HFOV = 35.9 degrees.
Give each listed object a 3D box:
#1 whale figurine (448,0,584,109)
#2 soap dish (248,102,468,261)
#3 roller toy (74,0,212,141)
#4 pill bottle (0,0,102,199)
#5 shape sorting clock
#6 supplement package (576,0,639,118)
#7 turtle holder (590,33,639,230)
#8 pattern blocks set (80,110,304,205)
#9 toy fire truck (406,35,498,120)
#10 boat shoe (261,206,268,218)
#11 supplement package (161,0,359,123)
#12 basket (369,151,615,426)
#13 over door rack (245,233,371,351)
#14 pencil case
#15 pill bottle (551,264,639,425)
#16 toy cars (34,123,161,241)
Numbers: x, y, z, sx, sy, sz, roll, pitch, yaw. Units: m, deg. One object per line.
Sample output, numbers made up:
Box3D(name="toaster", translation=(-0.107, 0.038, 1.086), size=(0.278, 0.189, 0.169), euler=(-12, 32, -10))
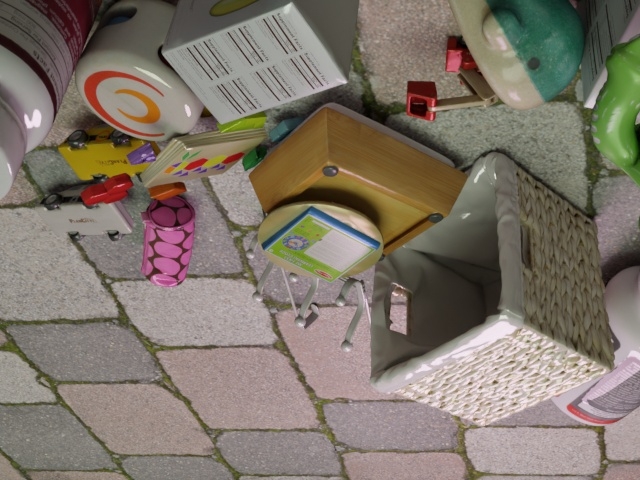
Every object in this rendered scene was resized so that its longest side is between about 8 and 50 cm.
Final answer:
Box3D(name="whale figurine", translation=(0.242, -0.306, 1.275), size=(0.141, 0.216, 0.272), euler=(-28, 105, 15))
Box3D(name="soap dish", translation=(0.060, -0.086, 1.618), size=(0.290, 0.118, 0.229), euler=(22, 144, -28))
Box3D(name="roller toy", translation=(-0.250, -0.255, 1.466), size=(0.209, 0.146, 0.191), euler=(18, 150, 1))
Box3D(name="pill bottle", translation=(-0.439, -0.249, 1.310), size=(0.224, 0.392, 0.224), euler=(6, 143, 5))
Box3D(name="shape sorting clock", translation=(0.000, 0.000, 1.609), size=(0.206, 0.040, 0.206), euler=(2, 141, 1))
Box3D(name="supplement package", translation=(0.460, -0.301, 1.215), size=(0.199, 0.198, 0.263), euler=(11, 143, -5))
Box3D(name="turtle holder", translation=(0.471, -0.115, 1.138), size=(0.320, 0.243, 0.227), euler=(42, 125, 13))
Box3D(name="pattern blocks set", translation=(-0.187, -0.134, 1.552), size=(0.285, 0.026, 0.324), euler=(-31, 168, 36))
Box3D(name="toy fire truck", translation=(0.222, -0.230, 1.409), size=(0.191, 0.135, 0.047), euler=(4, 142, 7))
Box3D(name="boat shoe", translation=(-0.075, -0.049, 1.762), size=(0.075, 0.065, 0.206), euler=(-1, 143, 9))
Box3D(name="supplement package", translation=(-0.074, -0.298, 1.335), size=(0.203, 0.194, 0.149), euler=(-14, 138, 27))
Box3D(name="basket", translation=(0.284, 0.095, 1.669), size=(0.266, 0.328, 0.331), euler=(25, 140, -26))
Box3D(name="over door rack", translation=(0.001, 0.139, 1.851), size=(0.239, 0.108, 0.324), euler=(27, 160, 32))
Box3D(name="pencil case", translation=(-0.292, 0.005, 1.859), size=(0.098, 0.095, 0.209), euler=(-18, 147, -23))
Box3D(name="pill bottle", translation=(0.571, 0.175, 1.799), size=(0.210, 0.210, 0.363), euler=(18, 142, -12))
Box3D(name="toy cars", translation=(-0.379, -0.110, 1.737), size=(0.176, 0.087, 0.394), euler=(30, 143, -9))
